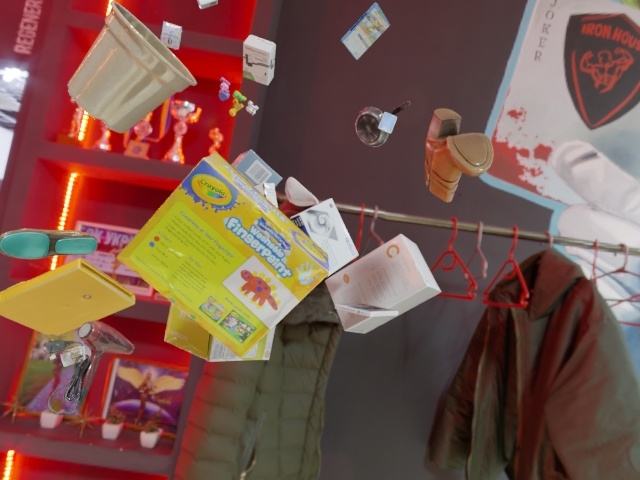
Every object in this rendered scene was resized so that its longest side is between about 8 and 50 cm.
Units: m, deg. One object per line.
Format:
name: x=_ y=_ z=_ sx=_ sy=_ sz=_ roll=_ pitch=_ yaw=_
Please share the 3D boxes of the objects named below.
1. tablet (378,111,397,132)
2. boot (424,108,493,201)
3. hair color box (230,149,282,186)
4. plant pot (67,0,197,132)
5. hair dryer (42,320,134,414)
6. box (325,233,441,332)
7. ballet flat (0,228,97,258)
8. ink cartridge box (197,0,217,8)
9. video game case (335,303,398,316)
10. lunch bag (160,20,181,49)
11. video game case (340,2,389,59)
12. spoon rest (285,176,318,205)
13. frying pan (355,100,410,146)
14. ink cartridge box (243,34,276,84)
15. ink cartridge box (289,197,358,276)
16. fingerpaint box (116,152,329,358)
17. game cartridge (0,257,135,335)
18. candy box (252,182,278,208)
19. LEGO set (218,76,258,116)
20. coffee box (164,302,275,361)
tablet: x=0.262 y=-0.459 z=1.688 sx=0.054 sy=0.083 sz=0.006 roll=23 pitch=-21 yaw=0
boot: x=0.340 y=-0.186 z=1.131 sx=0.109 sy=0.220 sz=0.283 roll=-10 pitch=42 yaw=-11
hair color box: x=-0.315 y=-0.310 z=2.016 sx=0.185 sy=0.114 sz=0.374 roll=43 pitch=-6 yaw=-18
plant pot: x=-0.640 y=-0.538 z=1.435 sx=0.334 sy=0.305 sz=0.334 roll=46 pitch=9 yaw=-9
hair dryer: x=-0.681 y=0.352 z=1.286 sx=0.080 sy=0.224 sz=0.293 roll=4 pitch=12 yaw=26
box: x=0.226 y=0.169 z=1.599 sx=0.345 sy=0.215 sz=0.168 roll=-33 pitch=-29 yaw=21
ballet flat: x=-1.013 y=-0.001 z=1.604 sx=0.124 sy=0.116 sz=0.342 roll=26 pitch=17 yaw=32
ink cartridge box: x=-0.399 y=-0.848 z=1.459 sx=0.062 sy=0.115 sz=0.029 roll=-26 pitch=4 yaw=-14
video game case: x=0.150 y=0.225 z=1.401 sx=0.143 sy=0.019 sz=0.157 roll=6 pitch=-2 yaw=43
lunch bag: x=-0.575 y=-0.788 z=1.672 sx=0.071 sy=0.083 sz=0.053 roll=12 pitch=3 yaw=-17
video game case: x=0.161 y=-0.741 z=1.543 sx=0.119 sy=0.166 sz=0.015 roll=23 pitch=29 yaw=-57
spoon rest: x=-0.077 y=-0.179 z=1.875 sx=0.084 sy=0.137 sz=0.276 roll=-22 pitch=43 yaw=-15
frying pan: x=0.297 y=-0.554 z=2.108 sx=0.326 sy=0.197 sz=0.053 roll=7 pitch=29 yaw=42
ink cartridge box: x=-0.325 y=-0.950 z=2.288 sx=0.153 sy=0.087 sz=0.208 roll=20 pitch=-33 yaw=3
ink cartridge box: x=0.000 y=0.000 z=1.408 sx=0.224 sy=0.223 sz=0.045 roll=-31 pitch=9 yaw=-38
fingerpaint box: x=-0.258 y=0.044 z=1.226 sx=0.445 sy=0.371 sz=0.163 roll=42 pitch=12 yaw=-12
game cartridge: x=-0.832 y=0.195 z=1.416 sx=0.323 sy=0.053 sz=0.285 roll=-21 pitch=-34 yaw=3
candy box: x=-0.245 y=-0.109 z=1.655 sx=0.164 sy=0.196 sz=0.070 roll=-10 pitch=-2 yaw=33
LEGO set: x=-0.421 y=-0.666 z=2.103 sx=0.087 sy=0.093 sz=0.227 roll=-17 pitch=-39 yaw=41
coffee box: x=-0.416 y=0.308 z=1.866 sx=0.337 sy=0.338 sz=0.334 roll=7 pitch=-5 yaw=40
